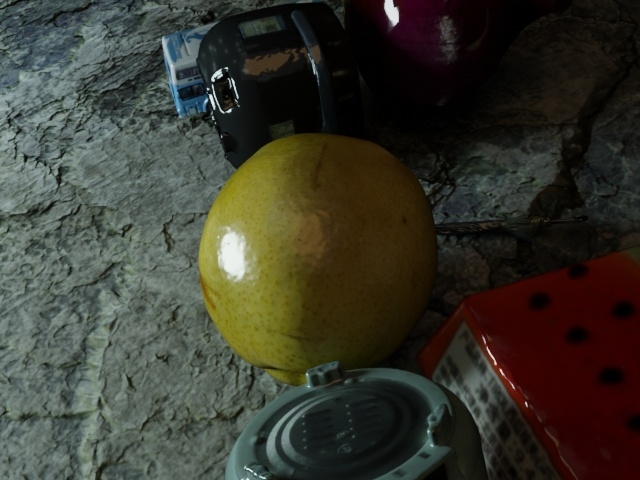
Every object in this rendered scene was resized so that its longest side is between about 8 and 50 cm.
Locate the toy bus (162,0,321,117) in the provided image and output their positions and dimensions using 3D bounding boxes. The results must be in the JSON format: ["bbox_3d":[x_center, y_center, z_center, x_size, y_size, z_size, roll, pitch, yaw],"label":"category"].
[{"bbox_3d":[-0.120,-0.316,1.346,0.297,0.131,0.106,-17,52,-8],"label":"toy bus"}]

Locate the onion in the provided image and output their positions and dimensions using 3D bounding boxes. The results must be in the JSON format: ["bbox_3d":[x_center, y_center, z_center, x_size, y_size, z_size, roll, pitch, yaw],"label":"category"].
[{"bbox_3d":[0.226,-0.386,1.233,0.385,0.347,0.347,-6,52,4],"label":"onion"}]

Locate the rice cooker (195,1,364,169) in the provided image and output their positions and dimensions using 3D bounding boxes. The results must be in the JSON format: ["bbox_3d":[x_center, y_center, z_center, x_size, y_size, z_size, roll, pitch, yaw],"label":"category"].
[{"bbox_3d":[-0.063,-0.229,1.199,0.225,0.267,0.267,-16,52,-8],"label":"rice cooker"}]

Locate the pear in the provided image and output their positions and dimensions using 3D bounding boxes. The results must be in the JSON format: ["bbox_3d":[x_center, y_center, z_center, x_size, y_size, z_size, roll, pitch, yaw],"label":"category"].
[{"bbox_3d":[-0.005,0.025,0.963,0.314,0.314,0.314,-3,52,4],"label":"pear"}]

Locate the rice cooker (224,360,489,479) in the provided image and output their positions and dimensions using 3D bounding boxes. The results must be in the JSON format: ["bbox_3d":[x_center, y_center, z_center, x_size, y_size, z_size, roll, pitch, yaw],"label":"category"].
[{"bbox_3d":[0.052,0.291,0.760,0.264,0.316,0.317,-28,53,-35],"label":"rice cooker"}]

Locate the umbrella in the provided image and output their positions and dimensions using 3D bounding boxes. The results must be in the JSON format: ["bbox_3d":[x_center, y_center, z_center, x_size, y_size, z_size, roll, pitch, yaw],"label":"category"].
[{"bbox_3d":[0.251,-0.017,1.140,0.269,0.044,0.044,-4,77,15],"label":"umbrella"}]

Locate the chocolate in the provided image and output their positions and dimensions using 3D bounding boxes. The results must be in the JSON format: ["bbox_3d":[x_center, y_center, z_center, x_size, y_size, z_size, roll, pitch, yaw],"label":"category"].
[{"bbox_3d":[0.342,0.185,0.865,0.341,0.161,0.360,-15,51,-17],"label":"chocolate"}]
